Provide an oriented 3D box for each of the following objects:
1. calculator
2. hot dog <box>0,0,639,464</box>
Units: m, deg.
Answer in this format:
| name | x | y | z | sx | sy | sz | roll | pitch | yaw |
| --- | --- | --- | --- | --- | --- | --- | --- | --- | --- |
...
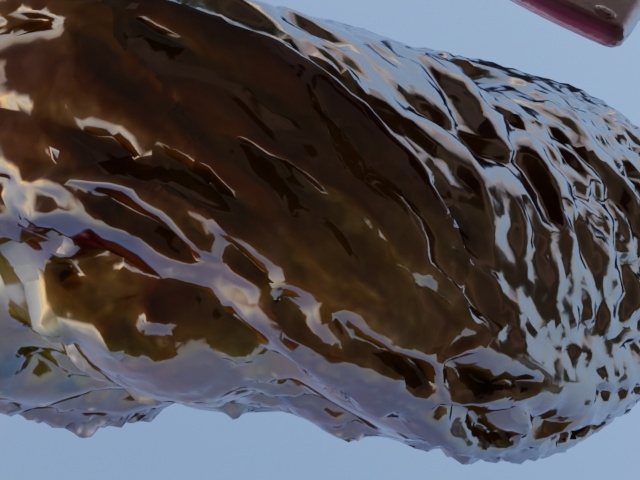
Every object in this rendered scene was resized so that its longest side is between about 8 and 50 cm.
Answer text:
| name | x | y | z | sx | sy | sz | roll | pitch | yaw |
| --- | --- | --- | --- | --- | --- | --- | --- | --- | --- |
| calculator | 0.176 | -0.194 | 1.095 | 0.127 | 0.034 | 0.190 | 30 | -150 | 7 |
| hot dog | 0.000 | 0.000 | 0.636 | 0.387 | 0.267 | 0.174 | 2 | -88 | -57 |
